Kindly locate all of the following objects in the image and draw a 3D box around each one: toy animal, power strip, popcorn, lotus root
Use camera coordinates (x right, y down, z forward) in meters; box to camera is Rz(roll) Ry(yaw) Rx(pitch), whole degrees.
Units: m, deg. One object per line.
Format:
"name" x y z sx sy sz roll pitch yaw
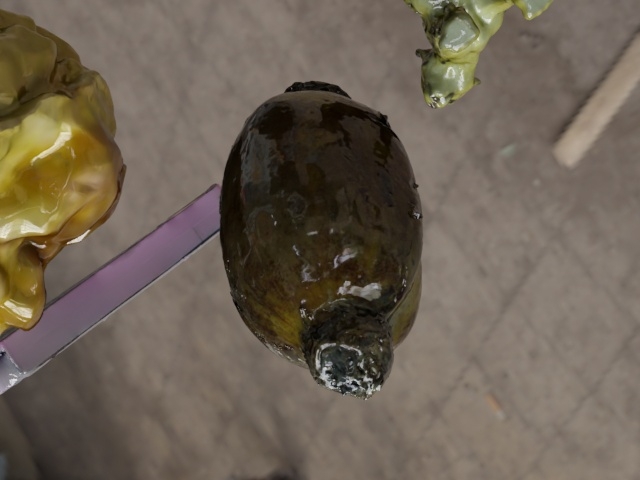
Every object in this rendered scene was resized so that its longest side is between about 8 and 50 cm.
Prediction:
"toy animal" 0.046 -0.165 1.018 0.181 0.073 0.136 47 173 -4
"power strip" -0.180 0.044 1.411 0.037 0.279 0.109 55 143 -4
"popcorn" -0.293 -0.033 1.212 0.225 0.332 0.265 30 119 30
"lotus root" 0.000 0.000 0.954 0.120 0.120 0.209 101 165 -48
